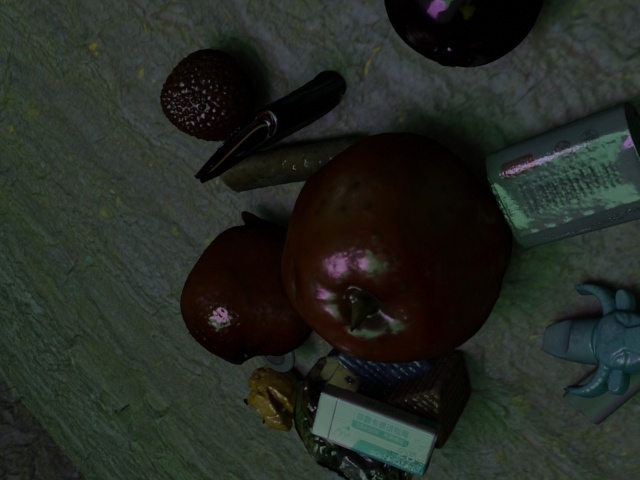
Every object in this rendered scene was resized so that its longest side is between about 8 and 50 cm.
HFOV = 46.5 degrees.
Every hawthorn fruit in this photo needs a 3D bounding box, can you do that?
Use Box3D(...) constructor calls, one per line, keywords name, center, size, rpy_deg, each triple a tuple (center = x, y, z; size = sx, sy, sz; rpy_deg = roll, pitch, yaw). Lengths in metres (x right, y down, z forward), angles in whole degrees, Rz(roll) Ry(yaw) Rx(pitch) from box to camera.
Box3D(name="hawthorn fruit", center=(0.114, 0.037, 1.241), size=(0.403, 0.403, 0.402), rpy_deg=(20, 127, 30))
Box3D(name="hawthorn fruit", center=(-0.134, 0.113, 1.555), size=(0.295, 0.311, 0.295), rpy_deg=(25, 153, 14))

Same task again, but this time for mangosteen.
Box3D(name="mangosteen", center=(0.208, -0.379, 1.052), size=(0.228, 0.228, 0.265), rpy_deg=(10, 83, 35))

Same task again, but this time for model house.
Box3D(name="model house", center=(0.127, 0.315, 1.493), size=(0.321, 0.261, 0.266), rpy_deg=(36, 131, 9))

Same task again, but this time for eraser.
Box3D(name="eraser", center=(0.102, 0.349, 1.379), size=(0.225, 0.052, 0.095), rpy_deg=(18, 108, 15))
Box3D(name="eraser", center=(0.387, -0.091, 1.139), size=(0.227, 0.081, 0.174), rpy_deg=(-19, 105, 38))

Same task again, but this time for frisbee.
Box3D(name="frisbee", center=(-0.104, 0.252, 1.695), size=(0.110, 0.014, 0.110), rpy_deg=(20, 127, 29))

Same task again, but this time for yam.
Box3D(name="yam", center=(-0.063, -0.152, 1.494), size=(0.372, 0.083, 0.083), rpy_deg=(-7, 111, 41))

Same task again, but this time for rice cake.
Box3D(name="rice cake", center=(0.510, 0.238, 1.279), size=(0.080, 0.042, 0.221), rpy_deg=(43, 134, 14))

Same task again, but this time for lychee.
Box3D(name="lychee", center=(-0.214, -0.283, 1.469), size=(0.195, 0.194, 0.194), rpy_deg=(20, 127, 30))

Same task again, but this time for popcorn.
Box3D(name="popcorn", center=(-0.104, 0.382, 1.804), size=(0.152, 0.148, 0.167), rpy_deg=(-36, 65, 17))

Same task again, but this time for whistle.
Box3D(name="whistle", center=(0.472, 0.162, 1.193), size=(0.274, 0.093, 0.186), rpy_deg=(-9, 68, 56))

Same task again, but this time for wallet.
Box3D(name="wallet", center=(-0.095, -0.204, 1.385), size=(0.262, 0.221, 0.071), rpy_deg=(-28, 101, 45))
